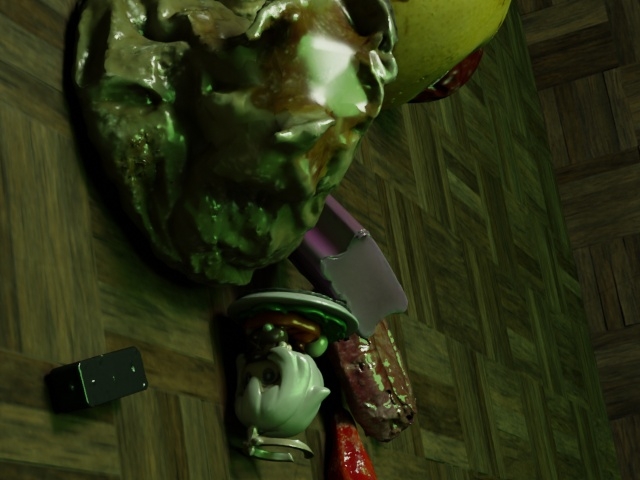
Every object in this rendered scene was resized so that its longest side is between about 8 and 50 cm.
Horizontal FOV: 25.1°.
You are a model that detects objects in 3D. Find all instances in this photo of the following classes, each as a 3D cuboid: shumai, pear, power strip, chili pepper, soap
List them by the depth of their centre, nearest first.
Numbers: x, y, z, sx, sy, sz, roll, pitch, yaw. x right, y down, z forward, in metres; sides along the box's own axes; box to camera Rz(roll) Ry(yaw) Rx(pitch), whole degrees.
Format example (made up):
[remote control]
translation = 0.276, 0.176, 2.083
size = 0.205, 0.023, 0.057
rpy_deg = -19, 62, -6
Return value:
[power strip]
translation = -0.169, 0.107, 1.106
size = 0.111, 0.029, 0.038
rpy_deg = -5, 79, -73
[shumai]
translation = -0.040, -0.112, 1.291
size = 0.267, 0.262, 0.314
rpy_deg = -82, 151, -48
[soap]
translation = 0.000, 0.000, 1.467
size = 0.203, 0.065, 0.122
rpy_deg = 47, -10, 50
[chili pepper]
translation = 0.033, 0.249, 1.532
size = 0.059, 0.050, 0.191
rpy_deg = 52, 17, -41
[pear]
translation = 0.059, -0.319, 1.607
size = 0.348, 0.348, 0.348
rpy_deg = -15, 90, -71

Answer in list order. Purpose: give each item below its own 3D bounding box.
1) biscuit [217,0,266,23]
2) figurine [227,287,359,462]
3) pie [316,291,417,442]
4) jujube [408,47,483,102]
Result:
[biscuit]
translation = -0.082, -0.249, 1.492
size = 0.061, 0.055, 0.219
rpy_deg = 43, -40, 48
[figurine]
translation = -0.032, 0.136, 1.359
size = 0.132, 0.132, 0.154
rpy_deg = 43, 49, -57
[pie]
translation = 0.054, 0.132, 1.637
size = 0.219, 0.054, 0.204
rpy_deg = -68, 135, -75
[jujube]
translation = 0.124, -0.314, 2.009
size = 0.232, 0.213, 0.213
rpy_deg = 57, 25, -44
